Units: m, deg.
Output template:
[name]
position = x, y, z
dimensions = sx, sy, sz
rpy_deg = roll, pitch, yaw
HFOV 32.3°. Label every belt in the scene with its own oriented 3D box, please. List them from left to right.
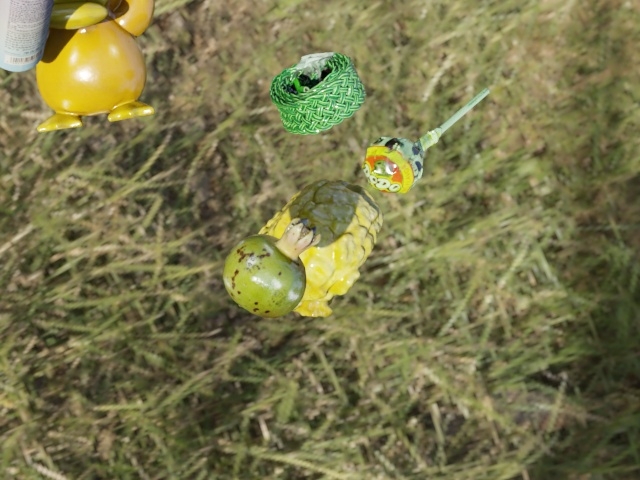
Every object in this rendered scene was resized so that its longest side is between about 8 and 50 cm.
[belt]
position = -0.003, -0.194, 1.506
dimensions = 0.121, 0.151, 0.079
rpy_deg = -36, 121, -12

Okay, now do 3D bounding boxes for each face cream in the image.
[face cream]
position = -0.358, -0.289, 1.329
dimensions = 0.075, 0.229, 0.075
rpy_deg = 8, 66, -18

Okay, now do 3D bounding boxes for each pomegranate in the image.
[pomegranate]
position = -0.057, 0.030, 1.394
dimensions = 0.114, 0.142, 0.114
rpy_deg = 38, 16, -13

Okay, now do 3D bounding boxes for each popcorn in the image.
[popcorn]
position = 0.000, 0.000, 1.826
dimensions = 0.174, 0.225, 0.286
rpy_deg = 39, 8, -5

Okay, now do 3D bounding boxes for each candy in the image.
[candy]
position = 0.177, -0.174, 1.757
dimensions = 0.091, 0.083, 0.305
rpy_deg = 43, 55, 8

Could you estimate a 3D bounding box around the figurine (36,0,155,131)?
[figurine]
position = -0.323, -0.274, 1.530
dimensions = 0.215, 0.215, 0.228
rpy_deg = -52, 143, -49
